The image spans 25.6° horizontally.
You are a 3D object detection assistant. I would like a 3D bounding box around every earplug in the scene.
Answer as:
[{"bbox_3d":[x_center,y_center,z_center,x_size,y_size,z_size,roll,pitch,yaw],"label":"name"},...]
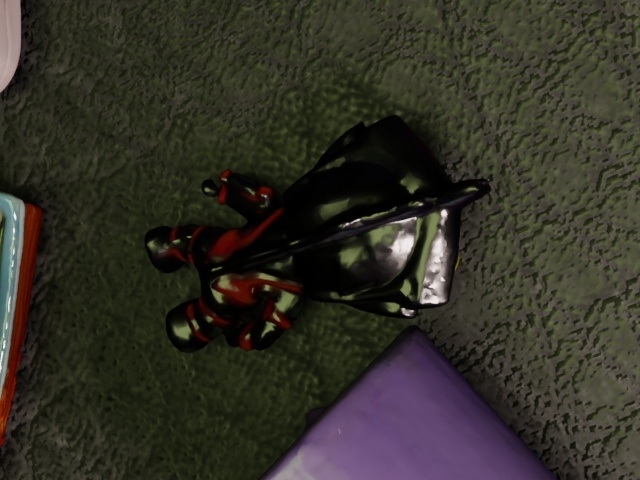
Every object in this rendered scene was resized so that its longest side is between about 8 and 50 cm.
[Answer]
[{"bbox_3d":[0.138,0.279,0.851,0.456,0.215,0.215,44,104,5],"label":"earplug"}]

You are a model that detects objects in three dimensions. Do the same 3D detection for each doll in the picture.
[{"bbox_3d":[0.001,-0.002,0.931,0.248,0.088,0.127,-23,108,26],"label":"doll"}]

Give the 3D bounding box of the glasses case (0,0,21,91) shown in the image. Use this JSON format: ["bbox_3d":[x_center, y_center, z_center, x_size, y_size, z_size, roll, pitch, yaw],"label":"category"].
[{"bbox_3d":[-0.277,-0.239,0.990,0.113,0.075,0.297,-5,94,19],"label":"glasses case"}]

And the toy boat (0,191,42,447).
[{"bbox_3d":[-0.302,0.114,0.997,0.145,0.133,0.332,17,99,13],"label":"toy boat"}]
